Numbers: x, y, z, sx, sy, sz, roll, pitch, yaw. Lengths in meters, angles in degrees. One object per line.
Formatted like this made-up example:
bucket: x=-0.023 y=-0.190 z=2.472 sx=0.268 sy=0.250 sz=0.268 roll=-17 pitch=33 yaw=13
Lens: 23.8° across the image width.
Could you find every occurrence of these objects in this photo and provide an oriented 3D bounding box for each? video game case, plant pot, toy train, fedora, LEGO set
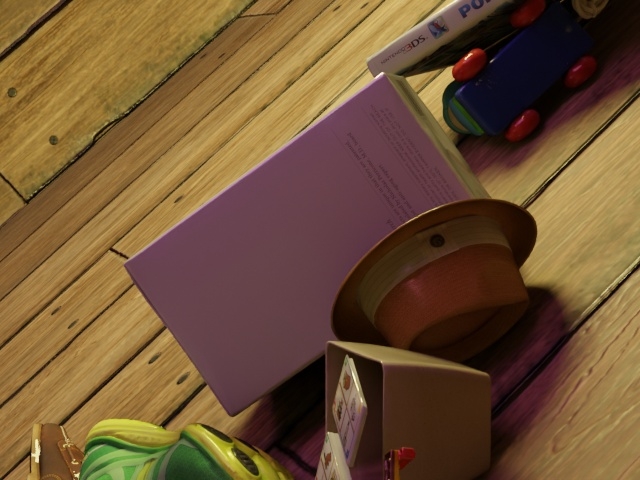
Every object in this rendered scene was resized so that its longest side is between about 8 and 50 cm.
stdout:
video game case: x=0.228 y=-0.279 z=1.715 sx=0.300 sy=0.036 sz=0.329 roll=-31 pitch=-2 yaw=24
plant pot: x=0.068 y=0.133 z=1.122 sx=0.096 sy=0.109 sz=0.109 roll=-1 pitch=5 yaw=-22
toy train: x=0.237 y=-0.208 z=1.641 sx=0.248 sy=0.105 sz=0.143 roll=-43 pitch=5 yaw=-11
fedora: x=0.106 y=0.049 z=1.254 sx=0.194 sy=0.194 sz=0.079 roll=-36 pitch=58 yaw=10
LEGO set: x=0.036 y=0.214 z=1.025 sx=0.244 sy=0.060 sz=0.182 roll=-109 pitch=29 yaw=-65

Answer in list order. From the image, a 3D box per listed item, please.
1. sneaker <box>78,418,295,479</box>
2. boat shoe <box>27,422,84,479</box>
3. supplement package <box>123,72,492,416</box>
sneaker: x=-0.124 y=0.227 z=1.331 sx=0.295 sy=0.109 sz=0.124 roll=-9 pitch=57 yaw=55
boat shoe: x=-0.271 y=0.251 z=1.588 sx=0.073 sy=0.073 sz=0.207 roll=-3 pitch=20 yaw=-9
supplement package: x=0.000 y=0.000 z=1.398 sx=0.293 sy=0.175 sz=0.177 roll=-36 pitch=-1 yaw=10
